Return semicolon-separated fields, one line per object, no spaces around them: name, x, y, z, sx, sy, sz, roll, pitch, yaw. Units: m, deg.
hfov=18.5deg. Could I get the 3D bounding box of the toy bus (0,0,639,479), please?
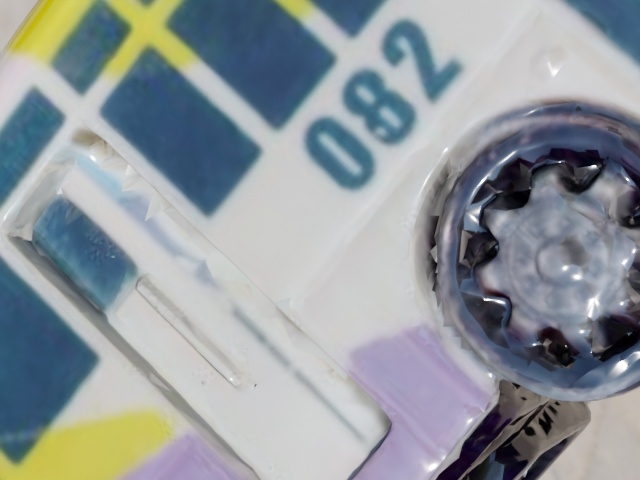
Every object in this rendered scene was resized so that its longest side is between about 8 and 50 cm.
toy bus;0.000;0.000;0.671;0.249;0.440;0.209;44;-161;14
